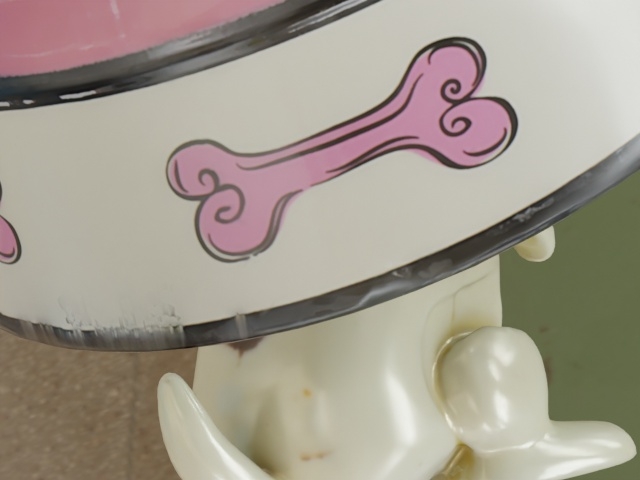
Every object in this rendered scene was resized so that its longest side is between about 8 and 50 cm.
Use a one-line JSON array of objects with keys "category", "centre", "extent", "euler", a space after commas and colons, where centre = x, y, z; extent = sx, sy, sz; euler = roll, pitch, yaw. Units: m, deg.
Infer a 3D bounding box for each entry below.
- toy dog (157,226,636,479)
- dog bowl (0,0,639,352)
[{"category": "toy dog", "centre": [0.000, 0.000, 1.125], "extent": [0.395, 0.284, 0.408], "euler": [-5, 82, -38]}, {"category": "dog bowl", "centre": [-0.014, -0.137, 0.659], "extent": [0.408, 0.408, 0.150], "euler": [-46, 126, -35]}]
